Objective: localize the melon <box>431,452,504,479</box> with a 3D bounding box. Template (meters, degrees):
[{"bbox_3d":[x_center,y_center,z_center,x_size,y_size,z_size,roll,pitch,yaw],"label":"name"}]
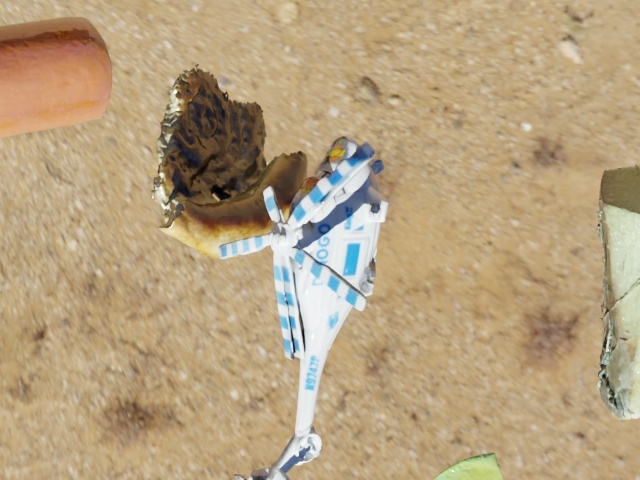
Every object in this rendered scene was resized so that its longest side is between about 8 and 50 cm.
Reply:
[{"bbox_3d":[0.146,0.338,1.524,0.118,0.064,0.209,41,79,4],"label":"melon"}]

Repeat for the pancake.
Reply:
[{"bbox_3d":[-0.093,-0.066,1.467,0.212,0.056,0.258,39,45,-38],"label":"pancake"}]

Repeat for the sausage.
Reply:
[{"bbox_3d":[-0.334,-0.153,1.307,0.259,0.113,0.114,-15,109,-34],"label":"sausage"}]

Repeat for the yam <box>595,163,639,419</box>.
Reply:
[{"bbox_3d":[0.422,0.046,1.599,0.202,0.201,0.271,-5,111,7],"label":"yam"}]

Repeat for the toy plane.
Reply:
[{"bbox_3d":[0.006,0.060,1.027,0.107,0.182,0.273,-5,88,-40],"label":"toy plane"}]
